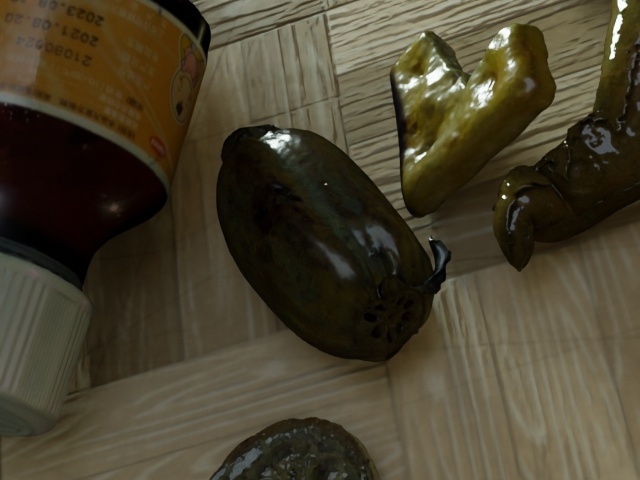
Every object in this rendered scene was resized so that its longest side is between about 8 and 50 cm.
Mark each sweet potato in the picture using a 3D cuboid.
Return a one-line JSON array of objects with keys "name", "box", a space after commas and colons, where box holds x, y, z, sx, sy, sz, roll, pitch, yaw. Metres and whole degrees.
[{"name": "sweet potato", "box": [0.235, -0.103, 1.344, 0.124, 0.098, 0.310, 20, 77, 25]}]

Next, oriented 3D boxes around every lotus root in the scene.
[{"name": "lotus root", "box": [0.000, 0.000, 1.368, 0.124, 0.123, 0.241, -15, 42, -25]}]

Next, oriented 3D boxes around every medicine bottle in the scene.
[{"name": "medicine bottle", "box": [-0.250, -0.042, 1.444, 0.242, 0.242, 0.395, 9, 72, 28]}]

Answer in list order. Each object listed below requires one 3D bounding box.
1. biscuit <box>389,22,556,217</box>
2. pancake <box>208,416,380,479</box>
[{"name": "biscuit", "box": [0.119, -0.125, 1.406, 0.183, 0.039, 0.174, -41, 37, 41]}, {"name": "pancake", "box": [-0.022, 0.202, 1.293, 0.158, 0.028, 0.158, -13, 53, 18]}]
